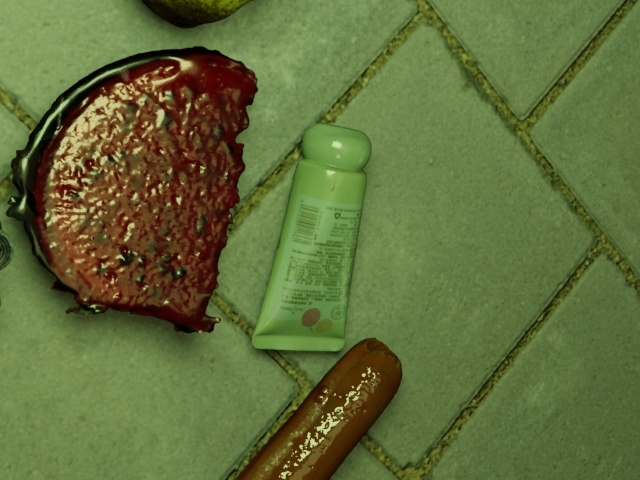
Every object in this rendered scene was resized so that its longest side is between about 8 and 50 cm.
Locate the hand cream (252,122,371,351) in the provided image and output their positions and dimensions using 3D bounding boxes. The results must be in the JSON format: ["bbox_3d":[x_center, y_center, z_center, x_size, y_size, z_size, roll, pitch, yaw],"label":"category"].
[{"bbox_3d":[0.000,0.000,1.393,0.147,0.093,0.305,6,98,-34],"label":"hand cream"}]

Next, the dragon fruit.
[{"bbox_3d":[-0.230,-0.076,1.251,0.282,0.100,0.343,14,89,-30],"label":"dragon fruit"}]

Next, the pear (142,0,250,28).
[{"bbox_3d":[-0.136,-0.345,1.198,0.197,0.197,0.197,-5,102,-27],"label":"pear"}]

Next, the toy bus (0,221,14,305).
[{"bbox_3d":[-0.431,-0.066,1.130,0.157,0.139,0.289,-12,108,-21],"label":"toy bus"}]

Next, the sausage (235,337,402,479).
[{"bbox_3d":[-0.006,0.273,1.439,0.330,0.102,0.102,-49,117,-11],"label":"sausage"}]
